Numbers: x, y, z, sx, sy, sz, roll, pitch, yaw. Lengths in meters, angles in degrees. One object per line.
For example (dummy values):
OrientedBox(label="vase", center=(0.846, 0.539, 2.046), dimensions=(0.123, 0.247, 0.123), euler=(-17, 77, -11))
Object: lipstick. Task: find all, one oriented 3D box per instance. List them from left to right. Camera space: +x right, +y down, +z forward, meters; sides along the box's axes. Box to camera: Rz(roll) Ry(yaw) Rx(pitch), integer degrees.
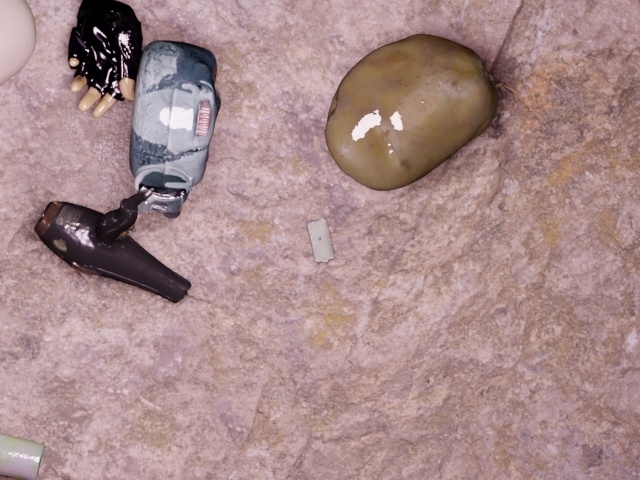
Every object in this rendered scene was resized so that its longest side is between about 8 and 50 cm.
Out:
OrientedBox(label="lipstick", center=(-0.661, 0.370, 1.702), dimensions=(0.304, 0.076, 0.076), euler=(15, 90, -9))

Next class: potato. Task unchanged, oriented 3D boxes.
OrientedBox(label="potato", center=(0.158, -0.243, 1.723), dimensions=(0.326, 0.221, 0.243), euler=(-38, 87, 5))

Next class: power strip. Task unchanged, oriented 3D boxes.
OrientedBox(label="power strip", center=(0.000, 0.000, 1.812), dimensions=(0.040, 0.016, 0.090), euler=(-13, 95, -8))

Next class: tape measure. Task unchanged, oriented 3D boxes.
OrientedBox(label="tape measure", center=(-0.256, -0.212, 1.648), dimensions=(0.147, 0.256, 0.275), euler=(7, 118, -10))

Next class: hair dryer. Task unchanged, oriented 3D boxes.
OrientedBox(label="hair dryer", center=(-0.323, -0.005, 1.611), dimensions=(0.303, 0.359, 0.120), euler=(33, 61, -15))

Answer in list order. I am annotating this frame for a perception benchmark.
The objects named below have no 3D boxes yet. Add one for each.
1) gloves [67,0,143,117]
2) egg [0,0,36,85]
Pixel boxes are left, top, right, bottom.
OrientedBox(label="gloves", center=(-0.393, -0.326, 1.695), dimensions=(0.164, 0.124, 0.203), euler=(27, 116, 20))
OrientedBox(label="egg", center=(-0.659, -0.363, 1.569), dimensions=(0.345, 0.283, 0.283), euler=(0, 92, -14))
